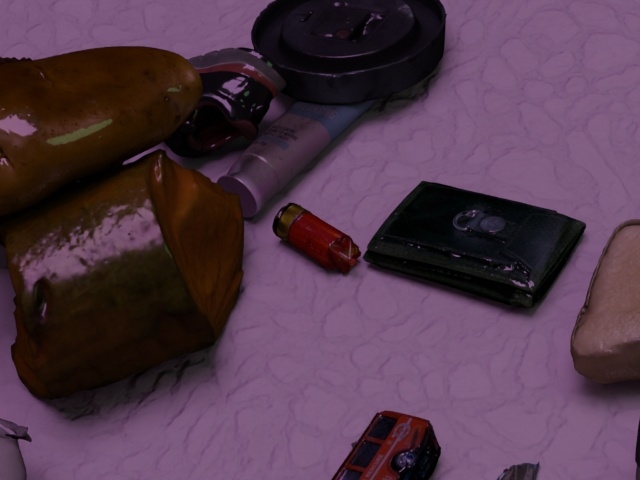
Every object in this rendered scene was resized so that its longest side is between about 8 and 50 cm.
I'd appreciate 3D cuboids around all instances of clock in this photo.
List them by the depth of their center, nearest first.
[{"bbox_3d":[0.040,-0.284,2.229,0.280,0.055,0.281,-5,36,4],"label":"clock"}]

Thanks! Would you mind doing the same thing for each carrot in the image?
[{"bbox_3d":[-0.230,0.039,1.883,0.340,0.241,0.241,-24,46,-8],"label":"carrot"}]

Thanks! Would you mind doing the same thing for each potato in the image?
[{"bbox_3d":[-0.318,-0.140,1.859,0.369,0.177,0.195,-22,1,-19],"label":"potato"}]

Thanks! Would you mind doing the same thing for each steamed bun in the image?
[{"bbox_3d":[0.405,0.083,1.786,0.212,0.110,0.231,1,47,37],"label":"steamed bun"}]

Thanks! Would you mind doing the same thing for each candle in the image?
[{"bbox_3d":[0.000,0.000,1.996,0.130,0.052,0.052,31,59,34],"label":"candle"}]

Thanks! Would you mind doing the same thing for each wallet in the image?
[{"bbox_3d":[0.190,-0.003,1.960,0.236,0.055,0.160,17,46,27],"label":"wallet"}]

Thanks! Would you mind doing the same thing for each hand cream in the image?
[{"bbox_3d":[-0.018,-0.150,2.137,0.111,0.070,0.312,16,48,33],"label":"hand cream"}]

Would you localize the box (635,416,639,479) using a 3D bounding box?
[{"bbox_3d":[0.441,0.227,1.610,0.227,0.162,0.130,26,47,32],"label":"box"}]

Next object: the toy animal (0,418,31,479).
[{"bbox_3d":[-0.420,0.255,1.746,0.325,0.208,0.154,24,95,55],"label":"toy animal"}]

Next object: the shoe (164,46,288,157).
[{"bbox_3d":[-0.182,-0.175,2.161,0.290,0.114,0.137,-3,60,31],"label":"shoe"}]

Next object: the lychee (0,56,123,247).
[{"bbox_3d":[-0.400,-0.113,2.066,0.267,0.267,0.267,-6,46,6],"label":"lychee"}]

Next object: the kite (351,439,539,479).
[{"bbox_3d":[0.101,0.324,1.689,0.335,0.011,0.314,-25,47,-12],"label":"kite"}]

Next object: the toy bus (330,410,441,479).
[{"bbox_3d":[0.046,0.286,1.689,0.096,0.074,0.235,12,49,36],"label":"toy bus"}]
